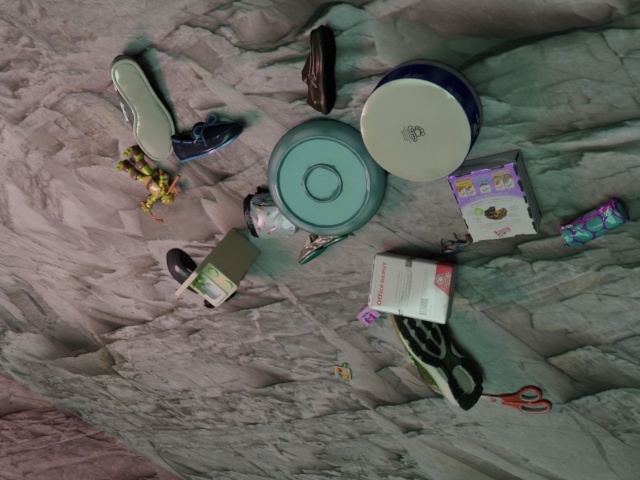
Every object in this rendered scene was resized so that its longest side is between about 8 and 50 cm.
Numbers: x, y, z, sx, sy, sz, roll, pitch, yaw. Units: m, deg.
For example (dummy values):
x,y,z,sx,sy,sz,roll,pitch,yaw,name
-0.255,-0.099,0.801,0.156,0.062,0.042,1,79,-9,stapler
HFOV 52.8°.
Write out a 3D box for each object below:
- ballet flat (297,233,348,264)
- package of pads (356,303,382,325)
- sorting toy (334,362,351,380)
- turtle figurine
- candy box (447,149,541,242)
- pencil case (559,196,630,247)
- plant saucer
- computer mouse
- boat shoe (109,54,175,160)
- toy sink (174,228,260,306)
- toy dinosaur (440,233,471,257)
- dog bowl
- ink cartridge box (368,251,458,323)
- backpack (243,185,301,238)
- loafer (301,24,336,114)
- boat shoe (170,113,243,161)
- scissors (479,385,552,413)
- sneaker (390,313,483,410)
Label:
x,y,z,sx,sy,sz,roll,pitch,yaw,name
0.000,0.000,1.865,0.213,0.072,0.068,-33,78,41,ballet flat
0.152,0.222,1.972,0.050,0.032,0.083,39,134,-2,package of pads
0.074,0.445,2.206,0.062,0.012,0.083,10,130,22,sorting toy
-0.511,-0.188,1.965,0.217,0.087,0.269,46,143,0,turtle figurine
0.417,-0.102,1.542,0.165,0.070,0.196,-9,120,33,candy box
0.625,-0.040,1.481,0.070,0.064,0.152,26,139,-28,pencil case
0.009,-0.152,1.673,0.318,0.043,0.317,5,113,12,plant saucer
-0.413,0.132,2.187,0.184,0.060,0.262,-21,114,39,computer mouse
-0.502,-0.377,1.826,0.099,0.116,0.319,51,164,49,boat shoe
-0.311,0.103,1.989,0.131,0.234,0.153,41,133,-6,toy sink
0.358,0.009,1.700,0.082,0.047,0.090,-4,157,20,toy dinosaur
0.229,-0.271,1.484,0.265,0.104,0.264,15,131,18,dog bowl
0.251,0.125,1.758,0.218,0.092,0.158,9,98,20,ink cartridge box
-0.121,-0.069,1.831,0.182,0.115,0.152,-1,122,25,backpack
-0.013,-0.400,1.528,0.078,0.080,0.220,14,131,18,loafer
-0.328,-0.283,1.779,0.258,0.109,0.089,-15,114,34,boat shoe
0.552,0.497,1.981,0.297,0.021,0.109,-14,119,34,scissors
0.303,0.337,1.921,0.410,0.158,0.182,56,148,-13,sneaker
